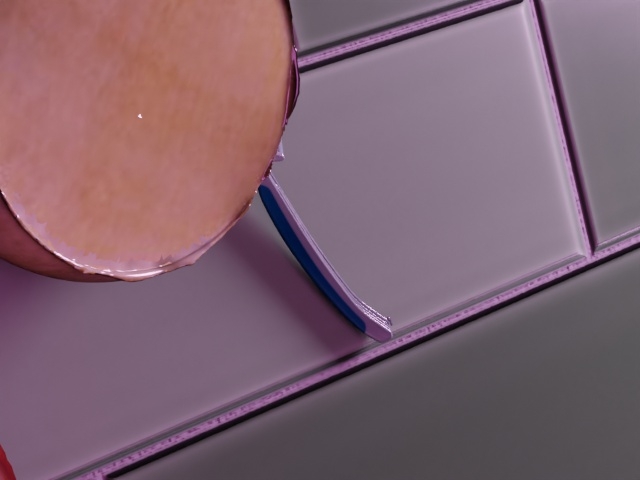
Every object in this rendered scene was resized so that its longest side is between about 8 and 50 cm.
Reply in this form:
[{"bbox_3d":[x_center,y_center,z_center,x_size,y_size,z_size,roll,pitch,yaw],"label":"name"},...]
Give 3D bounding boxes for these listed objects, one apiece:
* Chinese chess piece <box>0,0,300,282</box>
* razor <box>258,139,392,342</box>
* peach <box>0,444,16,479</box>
[{"bbox_3d":[-0.132,-0.101,0.902,0.257,0.104,0.257,-13,108,-43],"label":"Chinese chess piece"},{"bbox_3d":[-0.004,0.001,1.055,0.037,0.068,0.191,-26,117,10],"label":"razor"},{"bbox_3d":[-0.319,0.169,0.759,0.338,0.281,0.281,33,77,-26],"label":"peach"}]
